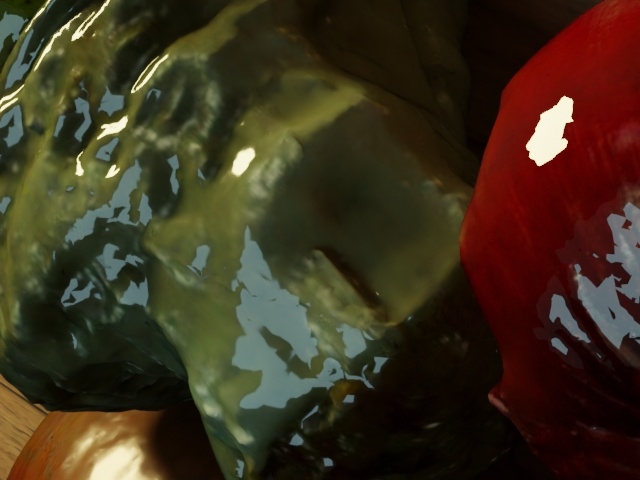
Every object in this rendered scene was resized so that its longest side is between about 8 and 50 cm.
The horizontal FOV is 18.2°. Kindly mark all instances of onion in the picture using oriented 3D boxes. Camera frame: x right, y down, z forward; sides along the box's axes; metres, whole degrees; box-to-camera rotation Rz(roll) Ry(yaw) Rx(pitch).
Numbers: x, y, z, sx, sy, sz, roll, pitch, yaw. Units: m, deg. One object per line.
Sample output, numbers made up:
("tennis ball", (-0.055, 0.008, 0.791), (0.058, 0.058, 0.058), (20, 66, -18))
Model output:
("onion", (0.252, 0.012, 0.978), (0.341, 0.341, 0.341), (25, 131, 33))

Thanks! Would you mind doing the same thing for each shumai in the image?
("shumai", (0.000, 0.000, 1.148), (0.323, 0.324, 0.397), (44, 112, 36))

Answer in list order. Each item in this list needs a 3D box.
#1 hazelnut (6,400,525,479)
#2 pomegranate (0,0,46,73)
("hazelnut", (-0.028, 0.229, 1.401), (0.409, 0.359, 0.359), (25, 131, 39))
("pomegranate", (-0.206, -0.180, 1.429), (0.214, 0.214, 0.248), (58, 174, 0))
